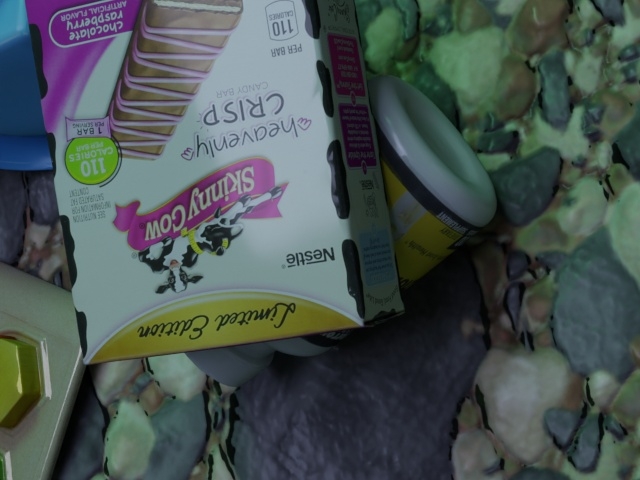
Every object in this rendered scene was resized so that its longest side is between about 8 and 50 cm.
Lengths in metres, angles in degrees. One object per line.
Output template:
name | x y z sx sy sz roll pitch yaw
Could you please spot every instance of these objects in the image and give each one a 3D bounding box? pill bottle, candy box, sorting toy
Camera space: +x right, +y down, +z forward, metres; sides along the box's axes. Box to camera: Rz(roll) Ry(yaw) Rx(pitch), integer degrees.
pill bottle | 0.000 0.000 0.906 0.184 0.103 0.103 -40 61 19
candy box | -0.057 -0.062 0.830 0.159 0.071 0.233 -10 91 21
sorting toy | -0.248 0.113 1.077 0.193 0.038 0.208 20 90 34

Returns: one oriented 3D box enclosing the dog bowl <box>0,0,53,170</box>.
dog bowl | -0.135 -0.137 0.996 0.297 0.166 0.074 -19 57 28
